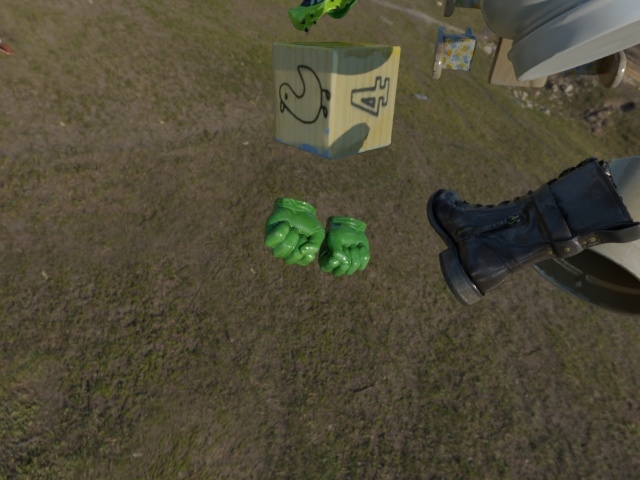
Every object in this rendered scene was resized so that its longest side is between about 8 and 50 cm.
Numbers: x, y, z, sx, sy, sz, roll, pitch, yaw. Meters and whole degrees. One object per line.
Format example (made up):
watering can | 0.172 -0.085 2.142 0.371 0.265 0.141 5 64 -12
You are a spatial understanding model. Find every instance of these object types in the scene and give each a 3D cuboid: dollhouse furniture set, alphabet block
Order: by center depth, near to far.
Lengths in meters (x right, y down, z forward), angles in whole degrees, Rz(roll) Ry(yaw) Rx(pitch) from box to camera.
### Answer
dollhouse furniture set | 0.411 -0.448 0.735 0.361 0.395 0.257 8 50 10
alphabet block | 0.029 -0.298 0.850 0.193 0.197 0.192 -24 36 -38

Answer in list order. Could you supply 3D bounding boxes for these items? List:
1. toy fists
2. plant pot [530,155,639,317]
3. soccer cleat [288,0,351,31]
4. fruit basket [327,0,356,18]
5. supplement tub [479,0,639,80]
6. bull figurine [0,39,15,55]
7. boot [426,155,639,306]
toy fists | 0.000 0.000 0.985 0.278 0.096 0.143 16 72 -27
plant pot | 0.744 -0.028 1.045 0.333 0.334 0.306 38 83 9
soccer cleat | 0.007 -0.549 0.940 0.178 0.060 0.072 -32 69 0
fruit basket | -0.029 -0.757 1.081 0.391 0.282 0.393 7 77 -29
supplement tub | 0.267 -0.367 0.419 0.240 0.240 0.332 -23 98 -45
bull figurine | -0.633 -0.233 0.658 0.101 0.310 0.188 41 21 -8
boot | 0.273 -0.037 0.565 0.091 0.228 0.263 42 30 -25
